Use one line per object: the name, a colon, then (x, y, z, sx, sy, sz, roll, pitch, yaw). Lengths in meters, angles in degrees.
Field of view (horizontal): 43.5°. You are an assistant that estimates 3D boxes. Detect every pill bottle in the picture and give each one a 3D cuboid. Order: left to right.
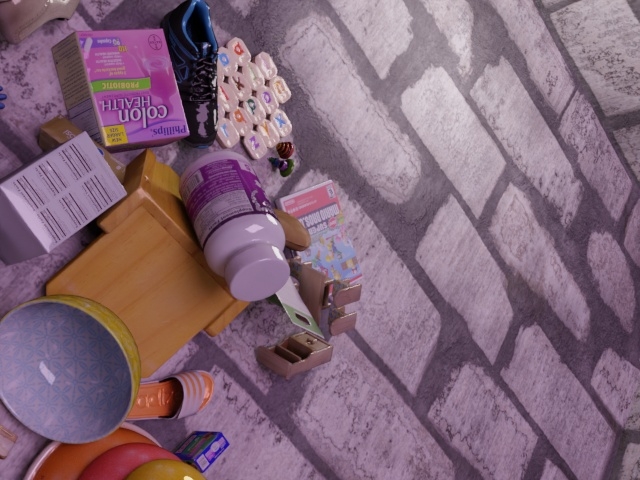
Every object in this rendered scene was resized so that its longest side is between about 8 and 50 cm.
pill bottle: (-0.170, -0.029, 1.632, 0.169, 0.169, 0.301, 12, 39, -42)

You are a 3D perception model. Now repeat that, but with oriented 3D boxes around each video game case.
video game case: (0.000, 0.000, 2.122, 0.204, 0.025, 0.285, -24, 100, -43)

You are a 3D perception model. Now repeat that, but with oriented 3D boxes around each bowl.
bowl: (-0.455, 0.219, 1.520, 0.289, 0.289, 0.156, 66, 18, -12)

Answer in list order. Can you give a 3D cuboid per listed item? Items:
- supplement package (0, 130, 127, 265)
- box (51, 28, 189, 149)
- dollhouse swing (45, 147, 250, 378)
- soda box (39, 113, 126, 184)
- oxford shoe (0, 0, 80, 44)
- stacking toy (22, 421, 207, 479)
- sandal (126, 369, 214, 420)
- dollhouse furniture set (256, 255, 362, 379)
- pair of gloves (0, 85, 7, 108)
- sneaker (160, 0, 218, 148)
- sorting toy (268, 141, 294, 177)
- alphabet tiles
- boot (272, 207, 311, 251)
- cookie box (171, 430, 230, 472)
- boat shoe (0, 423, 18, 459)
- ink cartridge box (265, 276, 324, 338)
supplement package: (-0.522, -0.077, 1.524, 0.203, 0.194, 0.149, -45, 112, -38)
box: (-0.424, -0.316, 1.715, 0.213, 0.117, 0.243, -16, 94, -44)
dollhouse swing: (-0.377, 0.061, 1.731, 0.347, 0.305, 0.315, 49, 12, -26)
soda box: (-0.480, -0.171, 1.615, 0.181, 0.061, 0.058, 37, 51, 7)
oxford shoe: (-0.546, -0.542, 1.663, 0.397, 0.140, 0.146, -51, 148, -41)
stacking toy: (-0.298, 0.505, 1.431, 0.350, 0.480, 0.350, 9, 77, -42)
sandal: (-0.323, 0.340, 1.718, 0.265, 0.076, 0.102, -3, 85, -44)
dollhouse furniture set: (-0.046, 0.184, 1.921, 0.161, 0.212, 0.242, -14, 119, -45)
pair of gloves: (-0.687, -0.320, 1.534, 0.159, 0.023, 0.198, -15, 92, -44)
sneaker: (-0.292, -0.381, 1.826, 0.125, 0.139, 0.341, -8, 86, -31)
sorting toy: (-0.100, -0.210, 2.041, 0.042, 0.061, 0.102, 27, 49, -37)
alphabet tiles: (-0.188, -0.354, 2.012, 0.284, 0.021, 0.278, -47, 115, -38)
boot: (-0.161, -0.071, 1.916, 0.236, 0.089, 0.269, 52, 16, 20)
cookie box: (-0.264, 0.454, 1.731, 0.092, 0.107, 0.040, -42, 110, -40)
boat shoe: (-0.617, 0.324, 1.458, 0.059, 0.063, 0.170, -56, 129, -37)
ink cartridge box: (-0.095, 0.122, 1.803, 0.235, 0.056, 0.171, 61, 13, 28)
